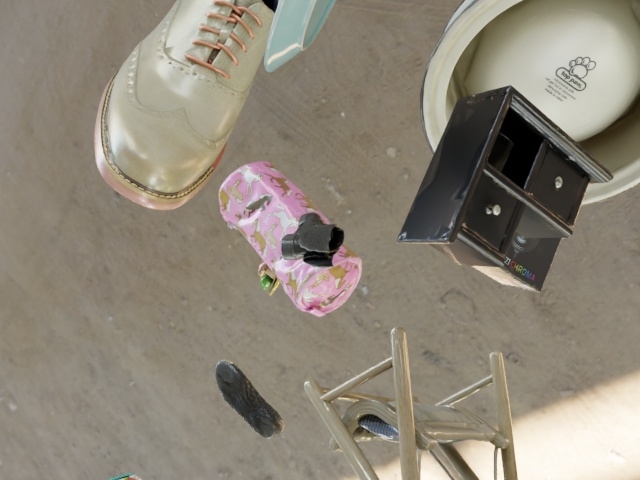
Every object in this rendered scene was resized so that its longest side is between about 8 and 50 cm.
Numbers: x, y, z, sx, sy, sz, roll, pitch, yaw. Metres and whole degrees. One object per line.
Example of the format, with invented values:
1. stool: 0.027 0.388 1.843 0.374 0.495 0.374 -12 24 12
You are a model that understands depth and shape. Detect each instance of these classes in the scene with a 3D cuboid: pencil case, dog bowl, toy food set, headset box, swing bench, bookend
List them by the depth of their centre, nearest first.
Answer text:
1. bookend: 0.176 -0.032 0.662 0.156 0.157 0.072 32 165 -25
2. swing bench: 0.146 0.265 0.854 0.165 0.253 0.254 -36 54 27
3. dog bowl: 0.354 -0.246 1.061 0.408 0.150 0.408 4 133 5
4. pencil case: -0.072 -0.010 1.553 0.386 0.160 0.167 47 139 35
5. headset box: 0.423 -0.065 1.583 0.246 0.283 0.131 29 170 -29
6. toy food set: -0.131 0.071 1.928 0.071 0.128 0.218 26 160 -5

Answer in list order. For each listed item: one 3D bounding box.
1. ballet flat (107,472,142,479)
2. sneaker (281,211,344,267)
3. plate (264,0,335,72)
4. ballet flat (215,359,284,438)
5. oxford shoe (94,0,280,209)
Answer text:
1. ballet flat: -0.335 0.388 0.928 0.077 0.241 0.091 46 136 35
2. sneaker: 0.000 -0.003 1.062 0.089 0.170 0.051 -4 109 21
3. plate: 0.003 -0.228 0.613 0.024 0.188 0.188 28 134 -1
4. ballet flat: -0.133 0.289 1.289 0.057 0.049 0.173 -43 76 12
5. oxford shoe: -0.130 -0.201 0.763 0.140 0.397 0.146 27 135 -19
